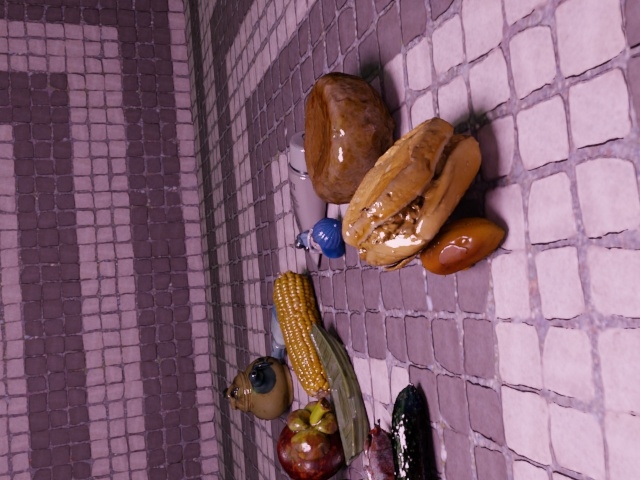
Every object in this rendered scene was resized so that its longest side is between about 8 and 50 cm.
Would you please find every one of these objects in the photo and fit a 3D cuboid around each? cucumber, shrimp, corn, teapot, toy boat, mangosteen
[{"bbox_3d":[0.142,0.348,0.941,0.067,0.067,0.245,148,115,-68],"label":"cucumber"},{"bbox_3d":[0.108,0.370,1.025,0.190,0.075,0.073,-105,12,-58],"label":"shrimp"},{"bbox_3d":[-0.041,0.216,1.386,0.102,0.102,0.312,114,147,-53],"label":"corn"},{"bbox_3d":[-0.181,0.421,1.692,0.269,0.183,0.173,112,147,-53],"label":"teapot"},{"bbox_3d":[0.042,0.299,1.233,0.093,0.055,0.293,109,150,-49],"label":"toy boat"},{"bbox_3d":[-0.026,0.417,1.279,0.156,0.146,0.181,-122,14,-62],"label":"mangosteen"}]

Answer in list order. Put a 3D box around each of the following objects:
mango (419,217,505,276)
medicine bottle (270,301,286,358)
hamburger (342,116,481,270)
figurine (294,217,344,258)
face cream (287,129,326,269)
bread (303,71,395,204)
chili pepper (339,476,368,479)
[{"bbox_3d":[0.176,0.006,0.773,0.127,0.077,0.063,-37,63,53],"label":"mango"},{"bbox_3d":[-0.102,0.231,1.628,0.090,0.054,0.208,-119,30,-47],"label":"medicine bottle"},{"bbox_3d":[0.111,-0.061,0.790,0.213,0.108,0.214,-55,2,3],"label":"hamburger"},{"bbox_3d":[0.002,-0.009,1.259,0.136,0.077,0.079,10,81,62],"label":"figurine"},{"bbox_3d":[-0.024,-0.091,1.330,0.143,0.089,0.314,-118,20,-44],"label":"face cream"},{"bbox_3d":[0.048,-0.173,1.032,0.230,0.123,0.229,176,90,-76],"label":"bread"},{"bbox_3d":[0.032,0.594,1.029,0.213,0.168,0.384,177,102,-77],"label":"chili pepper"}]
